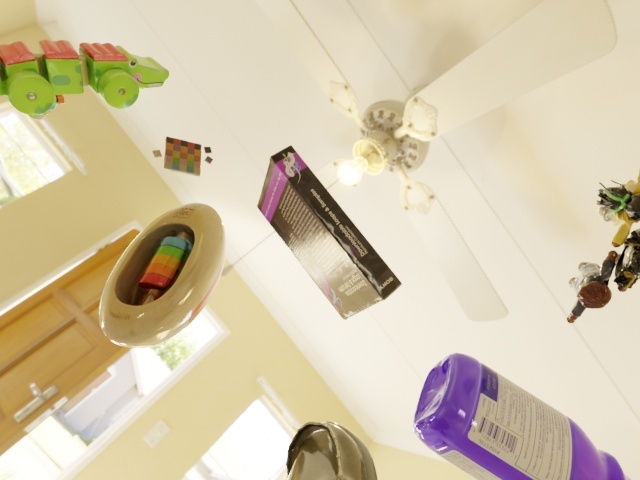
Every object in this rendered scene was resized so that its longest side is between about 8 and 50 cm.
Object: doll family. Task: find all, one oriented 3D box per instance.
[{"bbox_3d":[0.299,-0.002,0.420,0.076,0.111,0.193,14,-78,20],"label":"doll family"}]

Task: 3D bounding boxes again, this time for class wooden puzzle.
[{"bbox_3d":[-0.191,-0.117,0.598,0.006,0.083,0.049,-28,-121,53],"label":"wooden puzzle"}]

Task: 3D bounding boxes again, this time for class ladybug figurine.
[{"bbox_3d":[-0.394,0.090,1.152,0.305,0.449,0.162,5,-36,24],"label":"ladybug figurine"}]

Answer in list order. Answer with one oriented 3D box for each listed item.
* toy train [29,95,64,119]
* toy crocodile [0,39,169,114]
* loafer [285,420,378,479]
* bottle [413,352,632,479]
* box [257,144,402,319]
[{"bbox_3d":[-0.561,-0.261,0.778,0.166,0.125,0.046,23,-43,-9],"label":"toy train"},{"bbox_3d":[-0.426,-0.289,0.723,0.115,0.340,0.105,44,-45,29],"label":"toy crocodile"},{"bbox_3d":[0.001,0.240,0.384,0.087,0.094,0.251,35,1,-15],"label":"loafer"},{"bbox_3d":[0.249,0.248,0.495,0.283,0.118,0.092,31,-43,2],"label":"bottle"},{"bbox_3d":[0.000,0.000,0.426,0.162,0.029,0.116,53,-23,6],"label":"box"}]
